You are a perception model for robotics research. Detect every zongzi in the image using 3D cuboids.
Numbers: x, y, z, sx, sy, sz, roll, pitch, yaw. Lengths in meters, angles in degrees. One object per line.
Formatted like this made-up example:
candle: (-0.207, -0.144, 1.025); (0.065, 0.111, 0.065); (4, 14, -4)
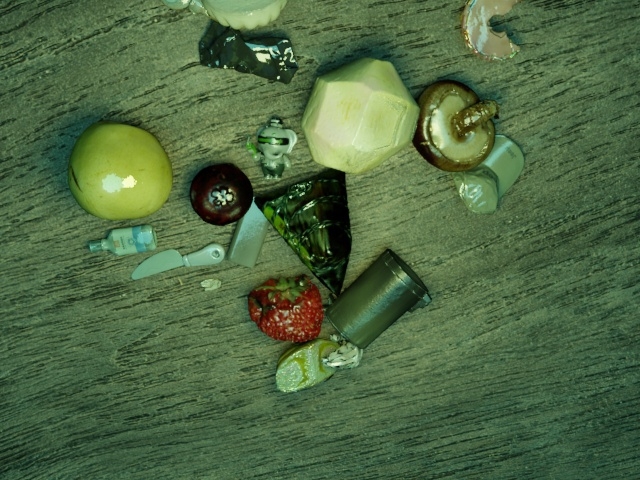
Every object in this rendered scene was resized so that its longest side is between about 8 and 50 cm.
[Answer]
zongzi: (0.000, 0.000, 1.907); (0.319, 0.383, 0.362); (-19, 144, -6)

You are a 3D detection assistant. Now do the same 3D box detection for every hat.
hat: (0.557, -0.211, 1.956); (0.214, 0.149, 0.245); (36, 113, -15)

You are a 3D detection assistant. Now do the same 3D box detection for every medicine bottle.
medicine bottle: (-0.647, 0.004, 1.966); (0.208, 0.054, 0.090); (-9, 108, -1)

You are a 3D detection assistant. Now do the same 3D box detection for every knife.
knife: (-0.485, 0.065, 2.012); (0.331, 0.044, 0.080); (-12, 109, 3)

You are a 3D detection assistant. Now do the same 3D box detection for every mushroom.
mushroom: (0.419, -0.362, 1.880); (0.278, 0.163, 0.297); (-29, 108, 14)

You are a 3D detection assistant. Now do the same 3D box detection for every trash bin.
trash bin: (0.188, 0.202, 2.019); (0.301, 0.203, 0.252); (-44, 85, 10)

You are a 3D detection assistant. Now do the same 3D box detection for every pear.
pear: (-0.591, -0.206, 1.782); (0.309, 0.309, 0.309); (-1, 108, -4)

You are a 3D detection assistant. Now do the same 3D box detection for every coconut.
coconut: (0.123, -0.368, 1.774); (0.352, 0.352, 0.352); (-1, 108, -4)

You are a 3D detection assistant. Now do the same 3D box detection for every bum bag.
bum bag: (-0.215, -0.564, 1.803); (0.310, 0.074, 0.137); (12, 119, -3)

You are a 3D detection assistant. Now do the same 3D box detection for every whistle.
whistle: (-0.385, -0.710, 1.754); (0.220, 0.057, 0.107); (26, 111, -17)

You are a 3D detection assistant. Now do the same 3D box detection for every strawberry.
strawberry: (-0.106, 0.243, 1.987); (0.261, 0.261, 0.257); (-6, 110, -3)

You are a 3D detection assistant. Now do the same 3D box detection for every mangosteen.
mangosteen: (-0.309, -0.144, 1.868); (0.210, 0.210, 0.210); (-1, 108, -4)

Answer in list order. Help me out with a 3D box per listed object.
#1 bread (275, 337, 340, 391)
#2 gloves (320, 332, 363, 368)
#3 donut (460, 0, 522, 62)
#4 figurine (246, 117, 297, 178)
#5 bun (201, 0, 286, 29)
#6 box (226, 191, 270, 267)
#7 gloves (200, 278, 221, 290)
bread: (-0.062, 0.419, 2.088); (0.156, 0.260, 0.158); (-1, 102, 41)
gloves: (0.083, 0.380, 2.051); (0.111, 0.212, 0.127); (17, 102, 16)
donut: (0.519, -0.666, 1.823); (0.199, 0.085, 0.233); (6, 108, -7)
figurine: (-0.147, -0.288, 1.880); (0.147, 0.126, 0.192); (6, 96, 13)
bun: (-0.216, -0.693, 1.721); (0.263, 0.175, 0.263); (0, 68, 0)
box: (-0.229, -0.034, 1.987); (0.103, 0.055, 0.244); (18, 106, -11)
gloves: (-0.370, 0.152, 2.045); (0.081, 0.037, 0.044); (9, 71, 8)
